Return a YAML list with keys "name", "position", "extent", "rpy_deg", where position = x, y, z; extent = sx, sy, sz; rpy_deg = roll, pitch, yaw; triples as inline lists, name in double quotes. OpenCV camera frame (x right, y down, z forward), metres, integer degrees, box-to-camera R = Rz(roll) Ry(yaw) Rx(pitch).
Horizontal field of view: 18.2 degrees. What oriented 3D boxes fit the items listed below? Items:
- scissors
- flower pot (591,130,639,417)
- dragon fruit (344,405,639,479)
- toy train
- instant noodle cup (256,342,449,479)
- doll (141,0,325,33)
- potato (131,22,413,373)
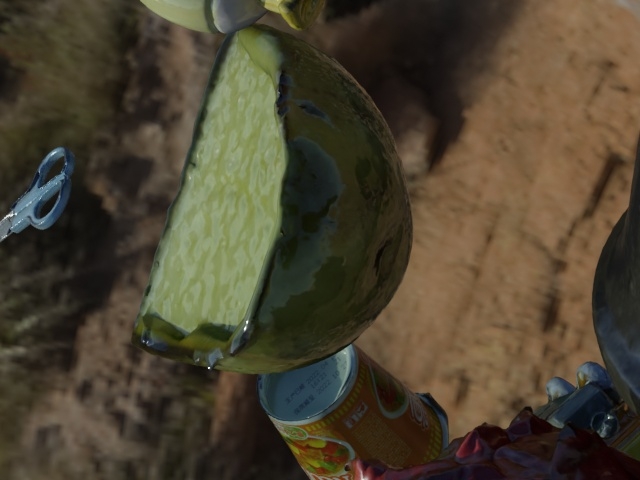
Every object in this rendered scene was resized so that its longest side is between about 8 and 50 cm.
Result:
- name: "scissors"
  position: [-0.120, -0.005, 0.763]
  extent: [0.083, 0.006, 0.036]
  rpy_deg: [-38, 38, 33]
- name: "flower pot"
  position: [0.298, -0.066, 1.022]
  extent: [0.379, 0.251, 0.379]
  rpy_deg: [-12, 34, 8]
- name: "dragon fruit"
  position: [0.096, 0.207, 0.983]
  extent: [0.241, 0.241, 0.252]
  rpy_deg: [15, 95, 34]
- name: "toy train"
  position: [0.206, 0.170, 1.532]
  extent: [0.089, 0.219, 0.127]
  rpy_deg: [-40, 87, -15]
- name: "instant noodle cup"
  position: [0.026, 0.184, 2.094]
  extent: [0.168, 0.185, 0.168]
  rpy_deg: [-17, 49, 21]
- name: "doll"
  position: [-0.122, -0.237, 1.428]
  extent: [0.296, 0.117, 0.141]
  rpy_deg: [22, 82, 9]
- name: "potato"
  position: [0.000, 0.000, 1.740]
  extent: [0.280, 0.213, 0.330]
  rpy_deg: [-137, 62, -65]
